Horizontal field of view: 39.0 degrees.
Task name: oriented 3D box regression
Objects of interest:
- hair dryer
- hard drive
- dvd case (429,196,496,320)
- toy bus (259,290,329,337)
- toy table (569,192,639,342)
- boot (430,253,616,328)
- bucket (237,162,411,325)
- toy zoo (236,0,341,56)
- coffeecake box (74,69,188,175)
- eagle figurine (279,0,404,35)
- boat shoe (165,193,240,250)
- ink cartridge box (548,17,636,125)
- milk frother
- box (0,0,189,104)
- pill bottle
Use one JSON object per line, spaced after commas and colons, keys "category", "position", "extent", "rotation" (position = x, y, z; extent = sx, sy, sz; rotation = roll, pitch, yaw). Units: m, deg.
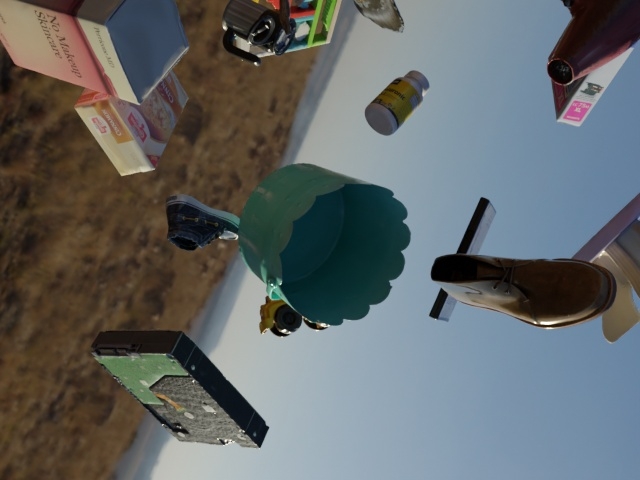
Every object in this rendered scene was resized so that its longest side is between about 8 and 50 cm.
{"category": "hair dryer", "position": [0.306, -0.306, 1.132], "extent": [0.080, 0.224, 0.293], "rotation": [98, -5, -57]}
{"category": "hard drive", "position": [-0.283, 0.304, 1.841], "extent": [0.237, 0.339, 0.064], "rotation": [-5, -134, 35]}
{"category": "dvd case", "position": [0.286, 0.043, 1.804], "extent": [0.253, 0.022, 0.180], "rotation": [-66, 164, 1]}
{"category": "toy bus", "position": [-0.051, 0.119, 2.180], "extent": [0.149, 0.220, 0.211], "rotation": [139, -61, -76]}
{"category": "toy table", "position": [0.544, 0.036, 1.556], "extent": [0.252, 0.161, 0.274], "rotation": [-24, 158, -52]}
{"category": "boot", "position": [0.307, 0.070, 1.417], "extent": [0.305, 0.115, 0.112], "rotation": [2, -104, 45]}
{"category": "bucket", "position": [0.000, 0.000, 1.612], "extent": [0.183, 0.281, 0.281], "rotation": [30, -82, 50]}
{"category": "toy zoo", "position": [-0.084, -0.512, 2.068], "extent": [0.293, 0.030, 0.192], "rotation": [-18, 146, -30]}
{"category": "coffeecake box", "position": [-0.294, -0.219, 1.431], "extent": [0.185, 0.068, 0.142], "rotation": [-75, 148, -43]}
{"category": "eagle figurine", "position": [0.029, -0.475, 1.529], "extent": [0.298, 0.225, 0.226], "rotation": [-11, 126, -43]}
{"category": "boat shoe", "position": [-0.208, -0.014, 1.622], "extent": [0.065, 0.183, 0.083], "rotation": [-17, -117, 35]}
{"category": "ink cartridge box", "position": [0.534, -0.391, 1.737], "extent": [0.311, 0.065, 0.185], "rotation": [116, -18, -53]}
{"category": "milk frother", "position": [-0.141, -0.446, 1.851], "extent": [0.129, 0.135, 0.143], "rotation": [-55, 162, -20]}
{"category": "box", "position": [-0.318, -0.300, 1.215], "extent": [0.127, 0.232, 0.148], "rotation": [-57, 153, -28]}
{"category": "pill bottle", "position": [0.133, -0.235, 1.529], "extent": [0.116, 0.065, 0.065], "rotation": [-46, 174, -26]}
